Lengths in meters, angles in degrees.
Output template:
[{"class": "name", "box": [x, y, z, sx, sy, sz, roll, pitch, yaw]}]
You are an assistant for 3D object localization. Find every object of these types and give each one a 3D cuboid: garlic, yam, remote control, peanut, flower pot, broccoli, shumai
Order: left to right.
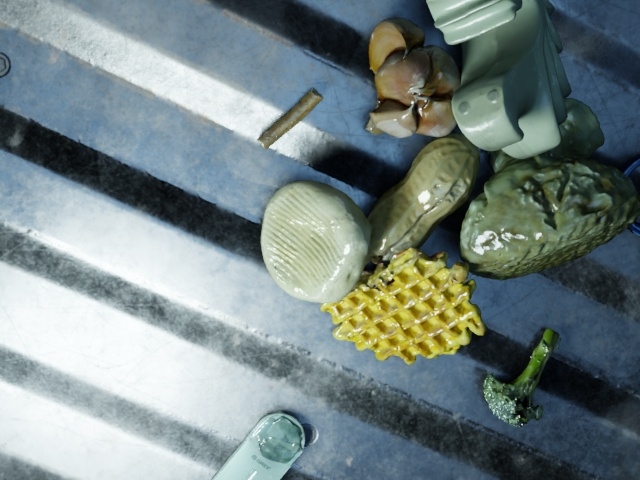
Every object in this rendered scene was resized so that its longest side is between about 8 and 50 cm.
[{"class": "remote control", "box": [-0.127, 0.432, 1.856, 0.104, 0.052, 0.247, 40, 91, -11]}, {"class": "yam", "box": [-0.056, -0.223, 1.791, 0.145, 0.032, 0.032, -42, 100, 1]}, {"class": "garlic", "box": [0.174, -0.287, 1.746, 0.160, 0.191, 0.214, 6, 87, -25]}, {"class": "peanut", "box": [0.186, -0.072, 1.790, 0.130, 0.130, 0.290, 41, 93, -10]}, {"class": "flower pot", "box": [0.309, -0.315, 1.665, 0.164, 0.254, 0.368, -20, 70, 34]}, {"class": "broccoli", "box": [0.400, 0.262, 1.882, 0.122, 0.118, 0.204, 33, 75, 20]}, {"class": "shumai", "box": [0.379, -0.102, 1.755, 0.329, 0.292, 0.289, -18, 76, 2]}]

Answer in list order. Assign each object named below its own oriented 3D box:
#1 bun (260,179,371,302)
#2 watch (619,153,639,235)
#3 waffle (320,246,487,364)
[{"class": "bun", "box": [0.000, 0.000, 1.756, 0.231, 0.133, 0.231, 5, 99, 33]}, {"class": "watch", "box": [0.646, -0.068, 1.838, 0.200, 0.171, 0.196, 35, 94, 5]}, {"class": "waffle", "box": [0.152, 0.116, 1.774, 0.309, 0.065, 0.283, 9, 131, 9]}]
